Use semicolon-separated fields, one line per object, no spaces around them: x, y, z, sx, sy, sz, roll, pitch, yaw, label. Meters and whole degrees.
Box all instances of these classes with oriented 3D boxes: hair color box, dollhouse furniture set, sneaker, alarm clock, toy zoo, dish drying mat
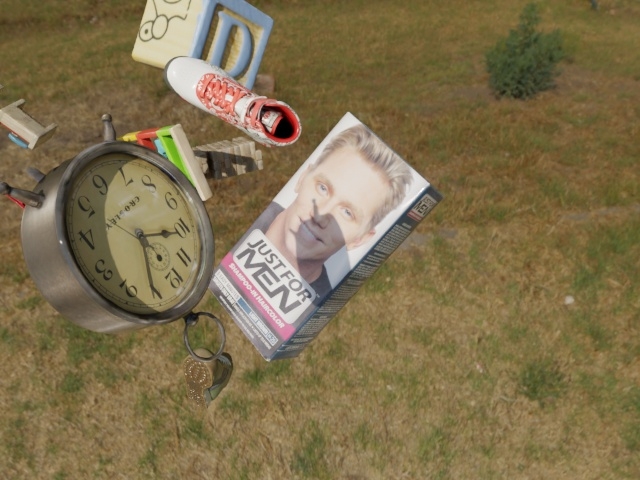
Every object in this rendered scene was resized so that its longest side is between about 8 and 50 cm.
0.000;0.000;0.852;0.347;0.105;0.174;-49;68;11;hair color box
-0.645;-0.214;1.081;0.183;0.129;0.129;37;28;-13;dollhouse furniture set
-0.157;-0.264;1.057;0.090;0.270;0.145;-61;28;-4;sneaker
-0.130;0.015;0.403;0.064;0.192;0.129;-21;24;33;alarm clock
-0.196;0.227;1.008;0.064;0.192;0.086;31;51;13;sneaker
-0.413;-0.187;1.426;0.293;0.193;0.030;2;33;40;toy zoo
-0.463;-0.059;0.857;0.083;0.032;0.008;24;65;37;dish drying mat

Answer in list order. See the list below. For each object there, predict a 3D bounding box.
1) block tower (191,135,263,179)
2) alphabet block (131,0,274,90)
-0.341;-0.221;1.628;0.335;0.091;0.097;-19;29;-27;block tower
-0.254;-0.436;1.213;0.197;0.193;0.193;26;9;34;alphabet block
